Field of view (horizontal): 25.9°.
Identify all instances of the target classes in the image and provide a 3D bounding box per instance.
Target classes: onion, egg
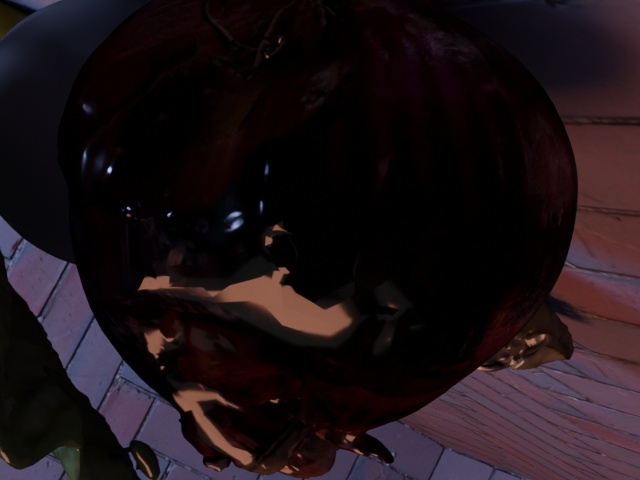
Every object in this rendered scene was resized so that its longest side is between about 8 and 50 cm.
[{"bbox_3d":[0.003,-0.020,0.676,0.221,0.281,0.281,-5,-163,-44],"label":"onion"},{"bbox_3d":[-0.131,-0.068,0.888,0.176,0.176,0.232,32,176,-27],"label":"egg"}]

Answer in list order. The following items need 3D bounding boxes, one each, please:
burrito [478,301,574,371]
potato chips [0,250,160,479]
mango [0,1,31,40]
[{"bbox_3d":[0.063,0.038,1.142,0.175,0.107,0.347,-22,147,37],"label":"burrito"},{"bbox_3d":[-0.204,-0.004,0.749,0.373,0.097,0.389,66,166,-7],"label":"potato chips"},{"bbox_3d":[-0.272,-0.147,1.149,0.237,0.091,0.137,24,162,16],"label":"mango"}]
